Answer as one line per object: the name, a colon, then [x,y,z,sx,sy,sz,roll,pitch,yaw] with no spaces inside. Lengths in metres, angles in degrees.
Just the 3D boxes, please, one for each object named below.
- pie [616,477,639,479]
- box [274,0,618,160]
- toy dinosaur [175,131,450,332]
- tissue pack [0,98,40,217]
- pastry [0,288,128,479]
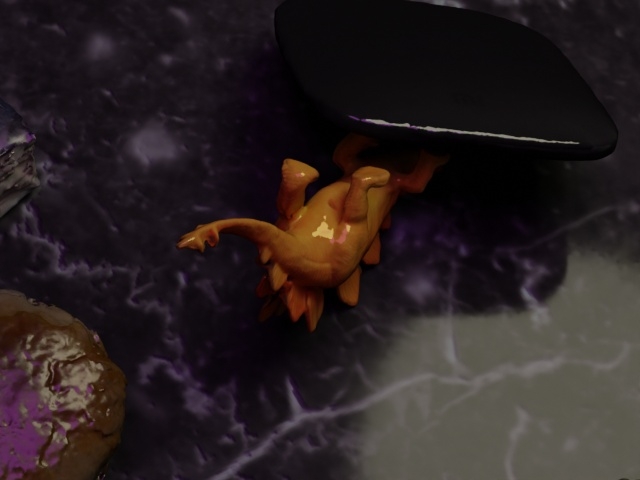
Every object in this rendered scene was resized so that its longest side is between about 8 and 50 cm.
pie: [0.195,0.272,0.881,0.371,0.078,0.296,-5,57,-6]
box: [0.079,-0.108,1.076,0.212,0.042,0.201,5,30,-12]
toy dinosaur: [0.000,0.000,1.008,0.070,0.117,0.288,27,31,24]
tissue pack: [-0.324,-0.074,1.059,0.235,0.073,0.173,40,64,18]
pastry: [-0.189,0.102,0.954,0.153,0.081,0.153,3,54,-4]
